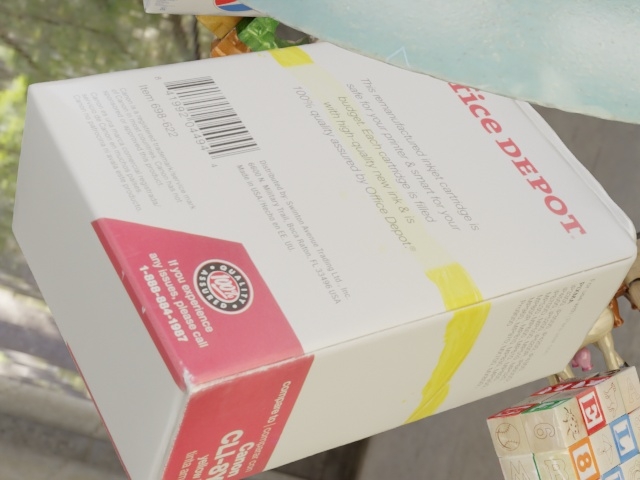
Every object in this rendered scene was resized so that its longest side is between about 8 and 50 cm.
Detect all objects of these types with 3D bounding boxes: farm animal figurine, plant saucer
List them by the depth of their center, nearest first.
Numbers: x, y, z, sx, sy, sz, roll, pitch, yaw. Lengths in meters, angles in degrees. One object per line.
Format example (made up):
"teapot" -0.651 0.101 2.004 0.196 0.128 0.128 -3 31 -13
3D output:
"plant saucer" 0.058 -0.086 0.419 0.195 0.195 0.037 -86 11 -69
"farm animal figurine" 0.392 0.044 1.581 0.326 0.172 0.330 -23 8 26

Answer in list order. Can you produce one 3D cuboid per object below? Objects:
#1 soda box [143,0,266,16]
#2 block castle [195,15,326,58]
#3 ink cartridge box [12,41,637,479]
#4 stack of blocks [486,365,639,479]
"soda box" -0.037 -0.230 1.035 0.069 0.216 0.074 136 127 -58
"block castle" -0.048 -0.326 1.667 0.213 0.453 0.303 -41 29 15
"ink cartridge box" 0.000 0.000 0.959 0.279 0.384 0.160 57 145 31
"stack of blocks" 0.295 0.299 1.322 0.087 0.171 0.297 -18 87 42
